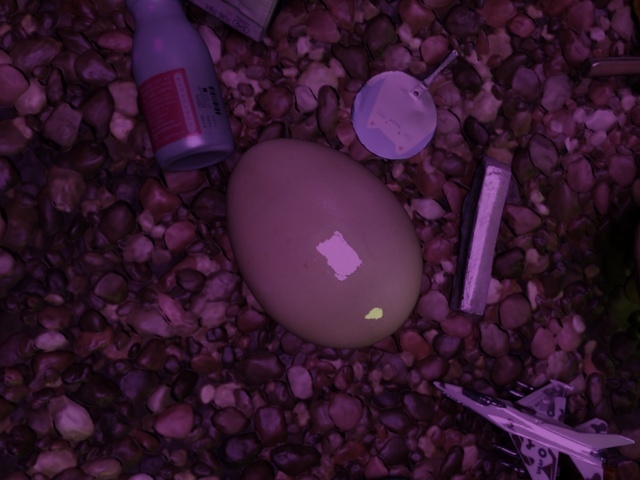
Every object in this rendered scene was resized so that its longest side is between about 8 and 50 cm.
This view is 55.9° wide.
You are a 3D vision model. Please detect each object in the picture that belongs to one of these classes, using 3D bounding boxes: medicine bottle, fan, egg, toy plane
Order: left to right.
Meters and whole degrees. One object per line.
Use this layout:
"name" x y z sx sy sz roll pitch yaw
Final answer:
"medicine bottle" -0.165 -0.192 0.679 0.091 0.090 0.216 -15 86 -9
"egg" 0.000 0.000 0.657 0.189 0.188 0.253 -37 90 -7
"fan" 0.116 -0.180 0.767 0.113 0.005 0.175 44 85 -6
"toy plane" 0.253 0.230 0.750 0.234 0.082 0.160 13 48 18

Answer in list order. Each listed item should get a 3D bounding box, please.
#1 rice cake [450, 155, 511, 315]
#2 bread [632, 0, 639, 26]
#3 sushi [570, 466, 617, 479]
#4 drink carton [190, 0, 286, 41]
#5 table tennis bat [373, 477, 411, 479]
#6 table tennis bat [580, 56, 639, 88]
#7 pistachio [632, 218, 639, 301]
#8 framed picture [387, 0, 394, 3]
"rice cake" 0.205 -0.006 0.768 0.047 0.036 0.206 11 88 -21
"bread" 0.612 -0.347 0.735 0.376 0.236 0.165 -6 78 -6
"sushi" 0.251 0.436 0.674 0.349 0.234 0.207 -28 88 -41
"drink carton" -0.066 -0.351 0.659 0.134 0.102 0.222 29 66 -6
"table tennis bat" 0.123 0.360 0.757 0.237 0.038 0.149 -16 92 -5
"table tennis bat" 0.449 -0.220 0.759 0.247 0.138 0.022 -4 68 -6
"pistachio" 0.586 0.075 0.704 0.446 0.281 0.365 34 70 0
"framed picture" 0.121 -0.430 0.765 0.195 0.010 0.199 -31 95 -8
